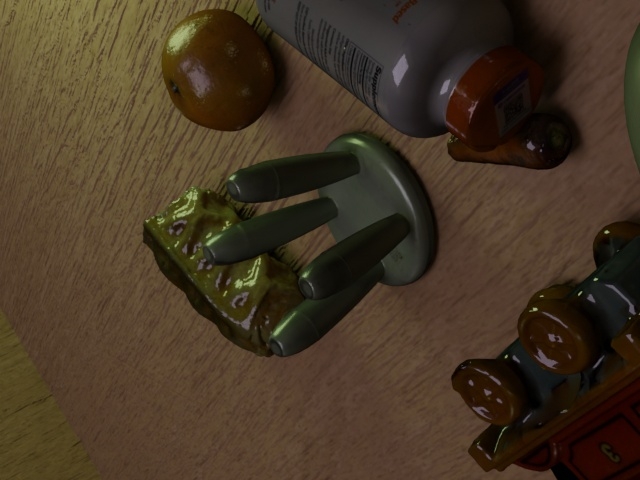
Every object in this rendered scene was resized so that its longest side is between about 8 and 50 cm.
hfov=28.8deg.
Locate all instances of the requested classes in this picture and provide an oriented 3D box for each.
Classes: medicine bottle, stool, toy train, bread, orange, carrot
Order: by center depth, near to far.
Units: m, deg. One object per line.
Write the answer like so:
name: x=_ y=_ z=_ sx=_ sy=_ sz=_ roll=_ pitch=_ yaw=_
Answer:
toy train: x=0.282 y=0.129 z=1.158 sx=0.231 sy=0.163 sz=0.369 roll=48 pitch=148 yaw=8
medicine bottle: x=0.079 y=-0.202 z=1.200 sx=0.288 sy=0.157 sz=0.157 roll=42 pitch=144 yaw=31
carrot: x=0.184 y=-0.097 z=1.231 sx=0.161 sy=0.055 sz=0.055 roll=9 pitch=121 yaw=61
stool: x=0.000 y=0.000 z=1.446 sx=0.195 sy=0.198 sz=0.195 roll=52 pitch=150 yaw=17
orange: x=-0.131 y=-0.209 z=1.553 sx=0.156 sy=0.124 sz=0.156 roll=33 pitch=135 yaw=39
bread: x=-0.126 y=0.050 z=1.751 sx=0.268 sy=0.130 sz=0.152 roll=46 pitch=142 yaw=25

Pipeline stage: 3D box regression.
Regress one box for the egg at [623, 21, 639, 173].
egg: x=0.326 y=-0.077 z=0.862 sx=0.295 sy=0.218 sz=0.218 roll=53 pitch=152 yaw=42
